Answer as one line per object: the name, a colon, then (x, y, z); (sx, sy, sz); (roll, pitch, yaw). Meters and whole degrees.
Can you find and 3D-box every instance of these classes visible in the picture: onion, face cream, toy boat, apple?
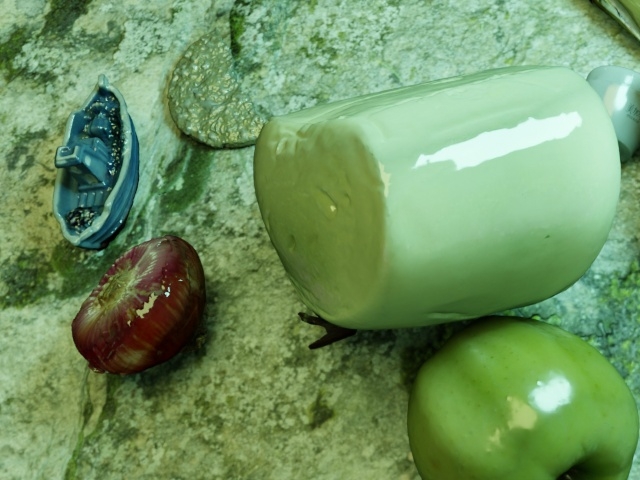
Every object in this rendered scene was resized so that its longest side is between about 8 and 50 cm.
onion: (-0.235, 0.104, 1.758); (0.230, 0.163, 0.230); (-36, 31, 26)
face cream: (0.404, -0.176, 1.727); (0.117, 0.117, 0.104); (18, 75, 27)
toy boat: (-0.352, -0.123, 1.930); (0.129, 0.142, 0.309); (-6, 60, 17)
apple: (0.232, 0.223, 1.485); (0.279, 0.279, 0.279); (-8, 58, 14)

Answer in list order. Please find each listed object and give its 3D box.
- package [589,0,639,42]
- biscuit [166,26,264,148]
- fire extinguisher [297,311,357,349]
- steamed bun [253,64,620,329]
package: (0.485, -0.351, 1.778); (0.165, 0.221, 0.311); (-41, 53, 17)
biscuit: (-0.180, -0.228, 2.001); (0.133, 0.032, 0.250); (-27, 57, 3)
fire extinguisher: (0.000, 0.000, 1.756); (0.141, 0.105, 0.341); (-5, 56, -11)
steamed bun: (0.122, -0.039, 1.517); (0.371, 0.290, 0.456); (-14, 10, -15)
